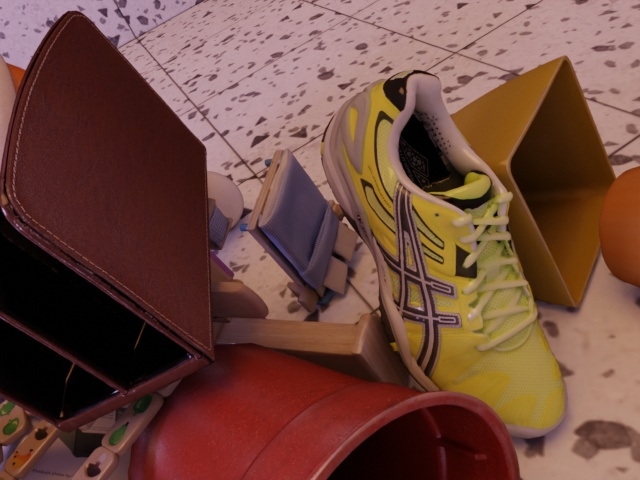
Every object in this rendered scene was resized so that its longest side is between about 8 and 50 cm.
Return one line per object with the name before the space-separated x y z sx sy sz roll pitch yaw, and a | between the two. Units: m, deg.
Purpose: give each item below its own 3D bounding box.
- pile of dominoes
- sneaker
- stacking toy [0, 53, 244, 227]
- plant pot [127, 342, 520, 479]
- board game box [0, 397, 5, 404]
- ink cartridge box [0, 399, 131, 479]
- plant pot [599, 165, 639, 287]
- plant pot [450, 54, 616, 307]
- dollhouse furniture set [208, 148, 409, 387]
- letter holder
pile of dominoes | -0.241 0.150 0.535 0.196 0.040 0.251 7 49 38
sneaker | 0.125 0.019 0.564 0.145 0.385 0.147 -30 -3 -21
stacking toy | -0.323 -0.082 0.920 0.480 0.351 0.350 0 15 -43
plant pot | -0.021 0.218 0.504 0.272 0.272 0.265 -46 32 -23
board game box | -0.452 0.206 0.733 0.066 0.319 0.318 38 64 11
ink cartridge box | -0.298 0.264 0.642 0.211 0.121 0.289 -54 31 21
plant pot | 0.395 -0.009 0.574 0.205 0.205 0.188 -44 24 -21
plant pot | 0.222 -0.063 0.732 0.187 0.212 0.212 -5 40 46
dollhouse furniture set | 0.000 0.000 0.708 0.198 0.286 0.303 -2 54 29
letter holder | -0.219 -0.034 0.513 0.152 0.214 0.302 -27 42 12
